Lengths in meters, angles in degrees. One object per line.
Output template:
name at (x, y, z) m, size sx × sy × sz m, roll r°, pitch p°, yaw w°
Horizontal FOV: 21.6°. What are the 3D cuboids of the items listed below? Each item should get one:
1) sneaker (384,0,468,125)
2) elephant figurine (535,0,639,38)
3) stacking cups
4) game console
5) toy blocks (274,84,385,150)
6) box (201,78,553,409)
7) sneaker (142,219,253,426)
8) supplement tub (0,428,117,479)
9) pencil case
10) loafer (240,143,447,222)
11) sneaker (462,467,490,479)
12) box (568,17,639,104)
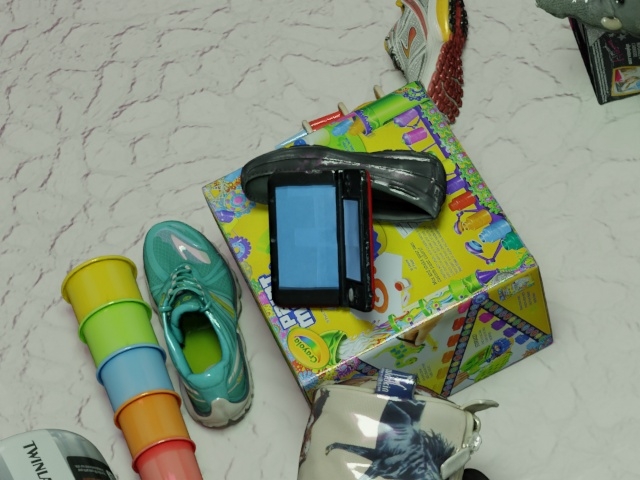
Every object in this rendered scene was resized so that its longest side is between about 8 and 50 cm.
sneaker at (0.126, -0.219, 2.071) m, size 0.092 × 0.088 × 0.225 m, roll -8°, pitch 50°, yaw 22°
elephant figurine at (0.387, -0.256, 1.811) m, size 0.239 × 0.169 × 0.186 m, roll 43°, pitch 84°, yaw -5°
stacking cups at (-0.205, 0.162, 1.895) m, size 0.096 × 0.096 × 0.316 m, roll -25°, pitch 55°, yaw -2°
game console at (0.000, 0.000, 1.708) m, size 0.085 × 0.124 × 0.144 m, roll -3°, pitch 93°, yaw -12°
toy blocks at (0.029, -0.110, 2.034) m, size 0.148 × 0.054 × 0.123 m, roll -26°, pitch 55°, yaw -3°
box at (0.062, 0.026, 1.865) m, size 0.279 × 0.177 × 0.290 m, roll -26°, pitch 56°, yaw -3°
sneaker at (-0.142, 0.078, 1.925) m, size 0.107 × 0.110 × 0.275 m, roll -23°, pitch 55°, yaw 0°
supplement tub at (-0.252, 0.376, 1.705) m, size 0.207 × 0.207 × 0.338 m, roll -31°, pitch 56°, yaw -7°
pencil case at (0.053, 0.334, 1.624) m, size 0.183 × 0.160 × 0.410 m, roll -2°, pitch 74°, yaw 38°
loafer at (0.021, -0.053, 1.773) m, size 0.223 × 0.076 × 0.078 m, roll 2°, pitch 52°, yaw 11°
sneaker at (0.252, 0.344, 1.664) m, size 0.146 × 0.122 × 0.330 m, roll -25°, pitch 56°, yaw -19°
box at (0.360, -0.320, 2.016) m, size 0.142 × 0.163 × 0.247 m, roll -17°, pitch 56°, yaw 6°
